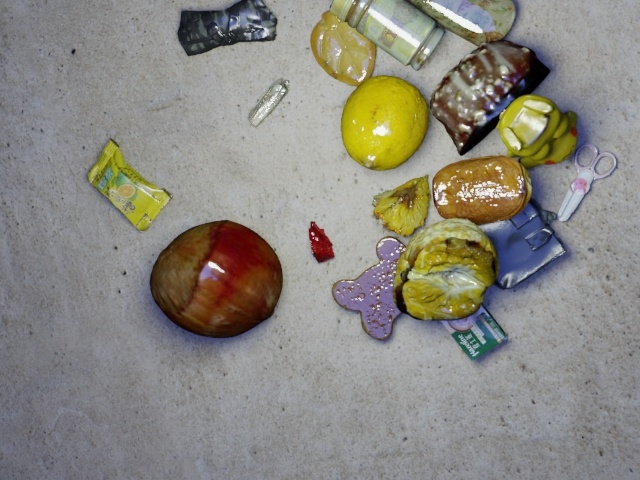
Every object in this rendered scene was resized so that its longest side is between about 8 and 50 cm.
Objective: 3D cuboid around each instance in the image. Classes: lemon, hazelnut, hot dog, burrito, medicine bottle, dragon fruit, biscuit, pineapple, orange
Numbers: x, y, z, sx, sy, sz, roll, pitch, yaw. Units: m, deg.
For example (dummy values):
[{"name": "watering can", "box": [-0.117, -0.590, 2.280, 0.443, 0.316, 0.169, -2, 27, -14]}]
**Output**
[{"name": "lemon", "box": [0.185, -0.342, 1.703, 0.258, 0.258, 0.310, 17, 70, 9]}, {"name": "hazelnut", "box": [-0.323, 0.130, 1.840, 0.421, 0.352, 0.420, -6, 124, -9]}, {"name": "hot dog", "box": [0.463, -0.146, 1.644, 0.272, 0.122, 0.196, -9, 87, 25]}, {"name": "burrito", "box": [-0.169, -0.454, 1.880, 0.058, 0.045, 0.188, 39, 101, -21]}, {"name": "medicine bottle", "box": [0.199, -0.652, 1.707, 0.322, 0.151, 0.151, 34, 102, -3]}, {"name": "dragon fruit", "box": [0.004, 0.000, 1.889, 0.063, 0.097, 0.131, -12, 75, 10]}, {"name": "biscuit", "box": [0.267, 0.118, 1.847, 0.432, 0.064, 0.283, -43, 87, 9]}, {"name": "pineapple", "box": [0.235, -0.087, 1.800, 0.164, 0.250, 0.139, -8, 117, 42]}, {"name": "orange", "box": [0.363, 0.075, 1.671, 0.271, 0.210, 0.368, 17, 130, -3]}, {"name": "biscuit", "box": [0.079, -0.606, 1.811, 0.203, 0.041, 0.260, -27, 89, 13]}]

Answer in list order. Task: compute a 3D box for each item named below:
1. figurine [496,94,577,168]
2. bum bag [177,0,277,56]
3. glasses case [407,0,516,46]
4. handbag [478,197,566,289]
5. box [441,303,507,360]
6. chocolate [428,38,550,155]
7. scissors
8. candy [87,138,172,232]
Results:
[{"name": "figurine", "box": [0.607, -0.292, 1.607, 0.218, 0.327, 0.169, -52, 49, 23]}, {"name": "bum bag", "box": [-0.306, -0.693, 1.856, 0.341, 0.095, 0.144, -6, 110, 14]}, {"name": "glasses case", "box": [0.375, -0.725, 1.707, 0.425, 0.098, 0.156, 32, 102, 6]}, {"name": "handbag", "box": [0.562, -0.049, 1.739, 0.269, 0.118, 0.325, -37, 85, 16]}, {"name": "box", "box": [0.471, 0.259, 1.815, 0.135, 0.081, 0.199, -39, 86, 13]}, {"name": "chocolate", "box": [0.464, -0.438, 1.667, 0.340, 0.225, 0.210, -44, 78, 13]}, {"name": "scissors", "box": [0.777, -0.165, 1.724, 0.118, 0.030, 0.242, 29, 99, 8]}, {"name": "candy", "box": [-0.670, -0.188, 1.995, 0.297, 0.081, 0.187, 43, 104, 4]}]
